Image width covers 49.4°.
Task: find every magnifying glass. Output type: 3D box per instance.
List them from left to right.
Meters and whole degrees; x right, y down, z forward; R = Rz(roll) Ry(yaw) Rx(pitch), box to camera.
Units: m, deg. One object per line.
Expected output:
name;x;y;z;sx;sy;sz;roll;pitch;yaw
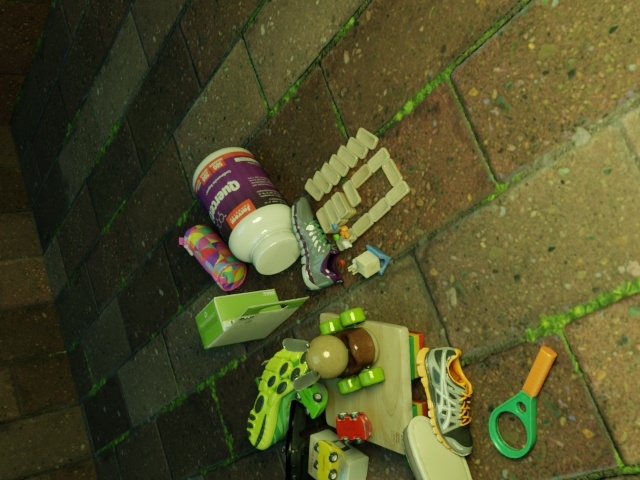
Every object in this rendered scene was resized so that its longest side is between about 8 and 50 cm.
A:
magnifying glass;0.363;0.288;1.233;0.092;0.026;0.230;40;128;41

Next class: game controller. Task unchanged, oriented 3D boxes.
game controller;-0.066;0.521;1.677;0.319;0.067;0.166;94;171;-47

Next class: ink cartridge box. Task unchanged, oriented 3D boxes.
ink cartridge box;-0.174;0.173;1.761;0.255;0.189;0.097;-44;60;44
ink cartridge box;0.039;0.533;1.651;0.150;0.063;0.109;21;112;48

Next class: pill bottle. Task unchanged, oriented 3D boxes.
pill bottle;-0.177;-0.072;1.727;0.323;0.182;0.181;54;134;32

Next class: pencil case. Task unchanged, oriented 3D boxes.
pencil case;-0.305;0.046;1.979;0.236;0.105;0.104;38;124;41

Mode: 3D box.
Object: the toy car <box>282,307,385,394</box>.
toy car;0.010;0.235;1.389;0.149;0.189;0.155;-34;69;49

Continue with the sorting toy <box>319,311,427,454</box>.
sorting toy;0.118;0.289;1.489;0.256;0.089;0.257;4;99;52

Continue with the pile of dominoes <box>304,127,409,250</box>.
pile of dominoes;0.081;-0.114;1.529;0.251;0.040;0.195;-43;62;37

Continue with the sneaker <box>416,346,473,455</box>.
sneaker;0.253;0.305;1.331;0.083;0.084;0.214;-21;85;33

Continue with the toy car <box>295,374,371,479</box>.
toy car;0.017;0.385;1.518;0.225;0.053;0.239;55;134;32

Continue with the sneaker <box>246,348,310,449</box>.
sneaker;-0.090;0.386;1.751;0.109;0.124;0.295;35;107;35

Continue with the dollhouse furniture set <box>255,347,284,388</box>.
dollhouse furniture set;-0.113;0.338;1.814;0.151;0.059;0.076;-49;59;44

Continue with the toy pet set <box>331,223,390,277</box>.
toy pet set;0.090;0.020;1.496;0.114;0.065;0.122;39;152;41

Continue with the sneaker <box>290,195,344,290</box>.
sneaker;0.000;0.000;1.620;0.098;0.083;0.223;-13;88;29

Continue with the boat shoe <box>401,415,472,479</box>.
boat shoe;0.245;0.493;1.327;0.324;0.117;0.097;57;139;11
